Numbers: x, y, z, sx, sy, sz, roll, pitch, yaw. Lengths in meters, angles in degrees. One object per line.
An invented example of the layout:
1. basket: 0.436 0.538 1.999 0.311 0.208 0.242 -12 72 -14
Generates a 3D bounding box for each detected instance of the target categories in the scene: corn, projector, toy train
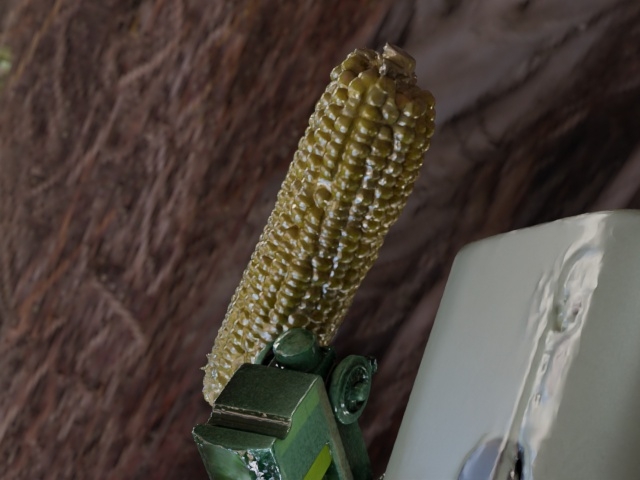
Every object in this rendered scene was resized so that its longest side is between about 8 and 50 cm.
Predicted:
1. corn: 0.000 0.000 1.090 0.086 0.288 0.086 23 -161 -8
2. projector: 0.181 0.149 0.896 0.248 0.248 0.249 25 -106 -19
3. toy train: -0.009 0.157 1.049 0.083 0.200 0.132 5 -140 32
